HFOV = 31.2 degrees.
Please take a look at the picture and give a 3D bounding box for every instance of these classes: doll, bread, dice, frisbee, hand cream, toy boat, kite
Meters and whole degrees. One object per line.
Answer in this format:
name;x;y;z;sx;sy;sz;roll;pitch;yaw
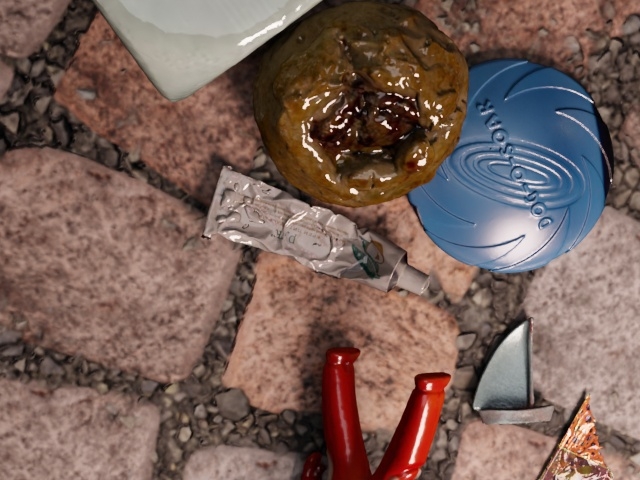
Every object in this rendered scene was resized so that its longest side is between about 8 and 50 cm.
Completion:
doll;0.048;0.316;1.254;0.099;0.188;0.383;5;97;-49
bread;0.040;-0.131;1.172;0.230;0.123;0.230;-1;128;-2
dice;-0.115;-0.308;1.096;0.263;0.264;0.268;-35;99;-2
frisbee;0.214;-0.081;1.276;0.242;0.045;0.242;-1;98;-7
hand cream;0.000;0.000;1.258;0.257;0.050;0.084;20;92;-3
toy boat;0.219;0.149;1.316;0.096;0.034;0.122;-2;89;-7
kite;0.292;0.300;1.349;0.125;0.008;0.222;-20;99;-4
